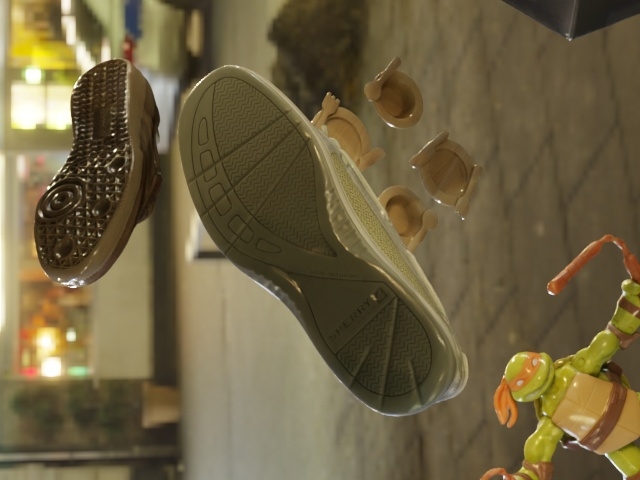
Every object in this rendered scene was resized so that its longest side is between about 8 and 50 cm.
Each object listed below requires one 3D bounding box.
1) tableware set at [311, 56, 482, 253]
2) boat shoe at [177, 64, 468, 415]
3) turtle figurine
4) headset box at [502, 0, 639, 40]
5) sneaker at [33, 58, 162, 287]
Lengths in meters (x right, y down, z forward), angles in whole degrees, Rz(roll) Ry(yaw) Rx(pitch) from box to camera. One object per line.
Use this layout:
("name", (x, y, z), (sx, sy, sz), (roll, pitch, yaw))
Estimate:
("tableware set", (0.069, -0.074, 1.389), (0.169, 0.141, 0.020), (51, 144, -12))
("boat shoe", (0.003, -0.001, 1.256), (0.320, 0.118, 0.103), (51, -166, 14))
("turtle figurine", (0.216, 0.148, 1.227), (0.269, 0.217, 0.087), (-61, 13, -3))
("headset box", (0.112, -0.279, 0.865), (0.283, 0.131, 0.246), (38, 139, 39))
("sneaker", (-0.122, -0.032, 0.969), (0.188, 0.066, 0.071), (-85, -28, -45))
